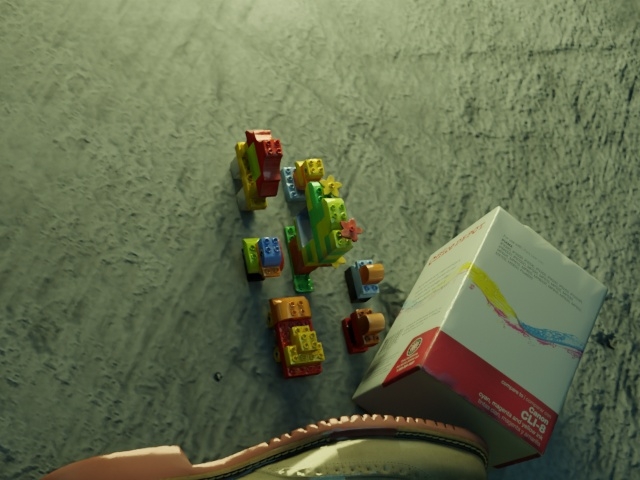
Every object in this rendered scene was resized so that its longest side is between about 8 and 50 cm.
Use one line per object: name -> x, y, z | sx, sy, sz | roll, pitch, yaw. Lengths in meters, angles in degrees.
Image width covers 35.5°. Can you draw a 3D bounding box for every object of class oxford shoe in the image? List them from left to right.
oxford shoe -> -0.027, 0.215, 0.717 | 0.349, 0.123, 0.130 | -7, 49, -16

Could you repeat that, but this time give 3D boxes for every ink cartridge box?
ink cartridge box -> 0.138, 0.088, 0.857 | 0.127, 0.128, 0.176 | 36, 59, -7

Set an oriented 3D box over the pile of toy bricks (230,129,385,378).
pile of toy bricks -> 0.000, 0.000, 0.846 | 0.118, 0.105, 0.212 | -5, 71, -26
